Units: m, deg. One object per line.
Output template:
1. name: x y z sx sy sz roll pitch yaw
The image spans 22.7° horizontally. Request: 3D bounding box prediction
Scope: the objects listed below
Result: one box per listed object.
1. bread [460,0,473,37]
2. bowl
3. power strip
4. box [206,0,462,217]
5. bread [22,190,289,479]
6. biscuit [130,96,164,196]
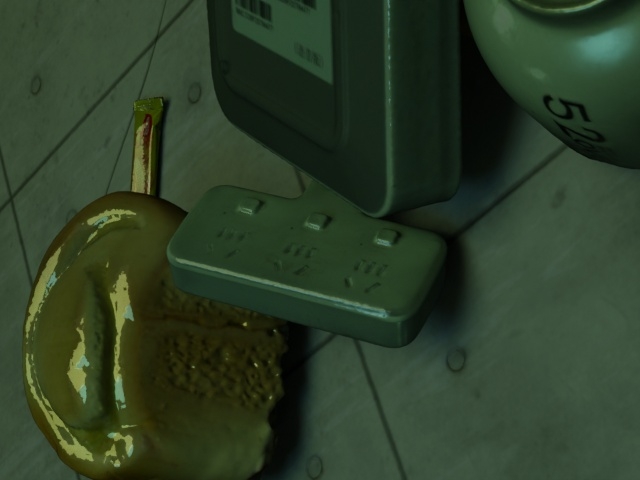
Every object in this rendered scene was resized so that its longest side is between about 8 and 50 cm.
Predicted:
1. bread: 0.164 -0.316 1.537 0.092 0.074 0.239 -8 77 51
2. bowl: 0.252 -0.244 1.306 0.354 0.185 0.353 -8 76 37
3. power strip: 0.000 -0.001 1.580 0.265 0.193 0.059 13 135 19
4. box: -0.003 -0.258 1.546 0.396 0.111 0.396 34 133 54
5. bread: -0.180 0.116 1.697 0.211 0.270 0.315 -17 65 61
6. biscuit: -0.215 -0.029 1.930 0.048 0.026 0.292 -2 81 28
